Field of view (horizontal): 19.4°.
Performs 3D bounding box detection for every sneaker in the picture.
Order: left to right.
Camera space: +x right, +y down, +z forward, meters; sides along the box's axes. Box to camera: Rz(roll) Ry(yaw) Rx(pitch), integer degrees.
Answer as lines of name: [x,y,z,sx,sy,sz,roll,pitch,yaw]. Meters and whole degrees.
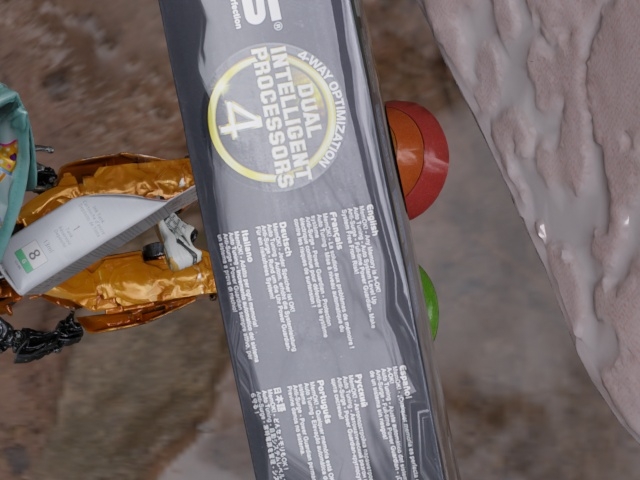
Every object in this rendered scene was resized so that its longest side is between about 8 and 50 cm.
sneaker: [-0.135,-0.008,1.769,0.037,0.032,0.083,-16,62,-12]

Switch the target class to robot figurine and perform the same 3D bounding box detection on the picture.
robot figurine: [-0.243,0.009,1.831,0.291,0.085,0.211,-8,82,-18]

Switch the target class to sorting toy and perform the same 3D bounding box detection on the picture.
sorting toy: [0.028,0.041,1.729,0.126,0.127,0.365,12,81,-56]

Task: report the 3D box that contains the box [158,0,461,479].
box: [0.000,0.000,0.956,0.097,0.318,0.395,-11,93,5]

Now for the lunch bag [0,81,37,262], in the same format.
lunch bag: [-0.348,-0.053,1.452,0.160,0.223,0.262,-12,131,-57]

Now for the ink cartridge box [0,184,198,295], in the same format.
ink cartridge box: [-0.173,-0.029,1.643,0.224,0.181,0.056,-34,90,-3]

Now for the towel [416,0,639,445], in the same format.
towel: [0.098,-0.146,0.533,0.053,0.332,0.317,-12,57,-25]
